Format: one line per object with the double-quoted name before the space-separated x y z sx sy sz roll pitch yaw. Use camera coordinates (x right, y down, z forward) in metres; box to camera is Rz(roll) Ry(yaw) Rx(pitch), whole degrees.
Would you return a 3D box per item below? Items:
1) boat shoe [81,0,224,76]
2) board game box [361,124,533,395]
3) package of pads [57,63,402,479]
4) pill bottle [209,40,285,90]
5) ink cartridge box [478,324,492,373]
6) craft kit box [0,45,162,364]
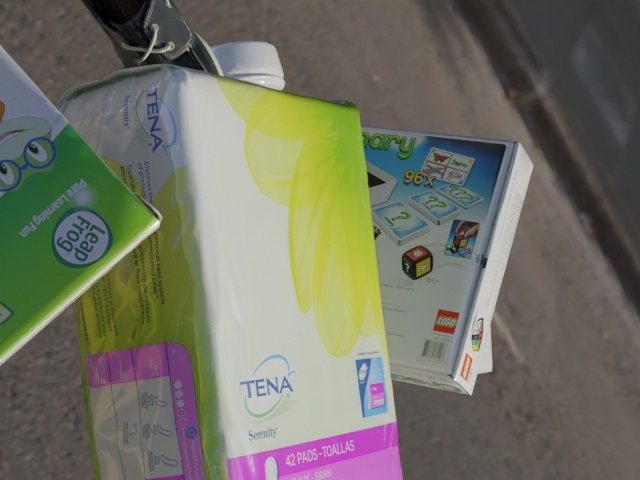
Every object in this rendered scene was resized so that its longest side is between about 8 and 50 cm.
"boat shoe" -0.160 -0.184 1.242 0.233 0.084 0.079 61 18 -3
"board game box" 0.000 0.000 1.095 0.053 0.305 0.193 43 61 -57
"package of pads" -0.049 0.052 0.826 0.229 0.101 0.297 4 77 -61
"pill bottle" -0.076 -0.035 1.480 0.188 0.188 0.334 0 74 -62
"ink cartridge box" 0.077 0.069 1.258 0.063 0.150 0.109 -2 88 -59
"craft kit box" -0.235 -0.017 0.540 0.247 0.250 0.061 49 -6 -1
